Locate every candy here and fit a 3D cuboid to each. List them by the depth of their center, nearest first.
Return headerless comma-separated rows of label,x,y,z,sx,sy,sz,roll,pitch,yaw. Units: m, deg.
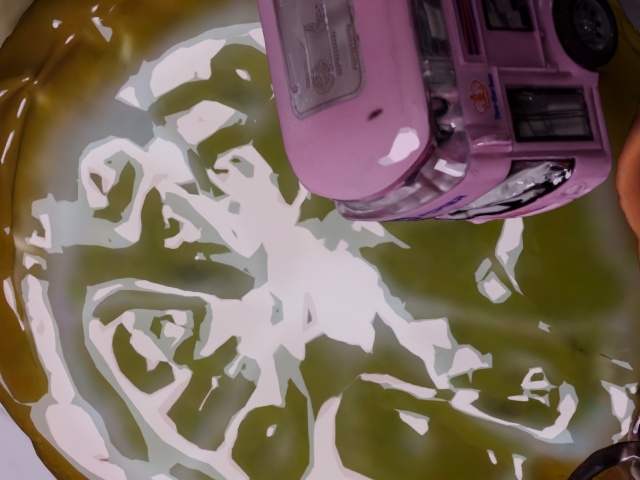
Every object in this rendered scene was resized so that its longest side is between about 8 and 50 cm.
candy,0.000,0.000,0.665,0.260,0.118,0.260,5,108,15

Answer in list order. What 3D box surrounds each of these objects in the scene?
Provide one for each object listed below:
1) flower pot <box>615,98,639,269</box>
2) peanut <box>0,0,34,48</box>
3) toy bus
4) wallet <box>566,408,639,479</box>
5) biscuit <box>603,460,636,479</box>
flower pot,0.181,-0.061,0.463,0.190,0.173,0.190,16,156,7
peanut,-0.125,-0.132,0.690,0.098,0.090,0.214,22,147,19
toy bus,0.021,-0.105,0.530,0.063,0.090,0.203,-19,79,47
wallet,0.251,0.096,0.611,0.335,0.068,0.275,8,179,12
biscuit,0.042,0.021,0.804,0.208,0.041,0.290,-1,130,37
